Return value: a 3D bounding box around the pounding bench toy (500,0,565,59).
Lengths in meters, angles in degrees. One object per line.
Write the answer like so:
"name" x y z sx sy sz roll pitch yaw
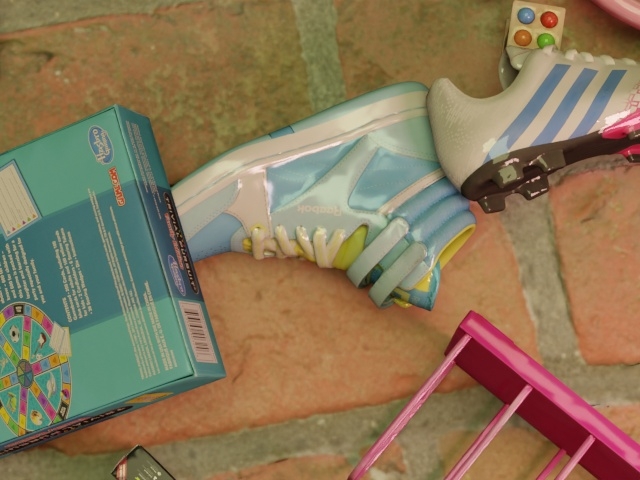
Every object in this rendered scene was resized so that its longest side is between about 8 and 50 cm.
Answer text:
"pounding bench toy" 0.205 -0.184 1.615 0.052 0.065 0.083 9 78 1

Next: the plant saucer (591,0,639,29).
"plant saucer" 0.373 -0.348 1.643 0.332 0.084 0.332 0 79 0

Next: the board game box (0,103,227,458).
"board game box" -0.280 0.057 1.503 0.336 0.079 0.254 -21 78 16

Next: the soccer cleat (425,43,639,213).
"soccer cleat" 0.252 -0.138 1.554 0.331 0.116 0.143 -17 71 -22

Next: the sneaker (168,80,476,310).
"sneaker" 0.000 0.000 1.546 0.319 0.127 0.208 -25 78 -5

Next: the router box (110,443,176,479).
"router box" -0.134 0.244 1.509 0.122 0.092 0.038 44 81 9

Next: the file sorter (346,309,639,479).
"file sorter" 0.183 0.234 1.458 0.290 0.202 0.182 39 81 7
